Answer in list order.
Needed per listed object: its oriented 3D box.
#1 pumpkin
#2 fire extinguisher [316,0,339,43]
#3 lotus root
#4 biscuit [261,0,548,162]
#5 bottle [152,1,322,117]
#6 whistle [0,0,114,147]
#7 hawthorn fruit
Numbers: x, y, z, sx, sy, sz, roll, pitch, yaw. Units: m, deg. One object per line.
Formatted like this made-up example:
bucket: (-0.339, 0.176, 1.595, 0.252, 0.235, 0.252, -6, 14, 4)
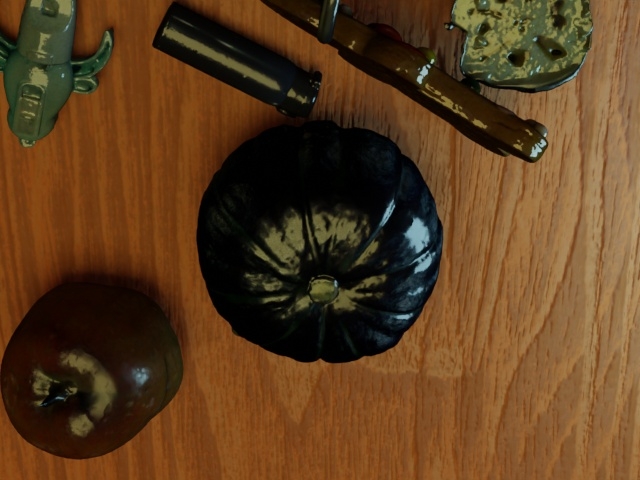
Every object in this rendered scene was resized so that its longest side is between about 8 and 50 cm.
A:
pumpkin: (0.000, 0.000, 1.940, 0.364, 0.266, 0.363, 1, 118, 2)
fire extinguisher: (0.036, -0.372, 1.633, 0.113, 0.376, 0.200, -9, 119, 9)
lotus root: (0.269, -0.300, 1.847, 0.204, 0.078, 0.183, 15, 111, -10)
biscuit: (0.113, -0.237, 1.788, 0.432, 0.283, 0.064, 31, 93, -12)
bottle: (-0.115, -0.249, 1.900, 0.244, 0.072, 0.082, 24, 124, -12)
whistle: (-0.396, -0.252, 1.907, 0.186, 0.093, 0.273, 15, 119, -6)
hawthorn fruit: (-0.365, 0.211, 2.070, 0.268, 0.301, 0.267, 6, 110, 16)
